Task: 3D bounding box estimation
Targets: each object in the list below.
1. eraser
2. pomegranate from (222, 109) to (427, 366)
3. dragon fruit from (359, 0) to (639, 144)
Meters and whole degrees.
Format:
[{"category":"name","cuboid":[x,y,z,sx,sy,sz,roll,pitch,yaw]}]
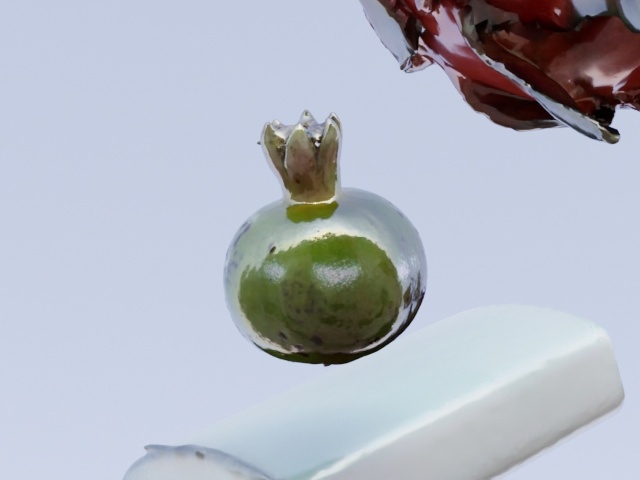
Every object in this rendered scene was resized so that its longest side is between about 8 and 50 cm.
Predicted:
[{"category":"eraser","cuboid":[0.037,0.130,0.970,0.290,0.189,0.104,-21,-85,-35]},{"category":"pomegranate","cuboid":[0.000,0.000,0.809,0.114,0.114,0.142,-8,-75,-3]},{"category":"dragon fruit","cuboid":[0.098,-0.130,0.524,0.193,0.274,0.192,4,-76,-32]}]
